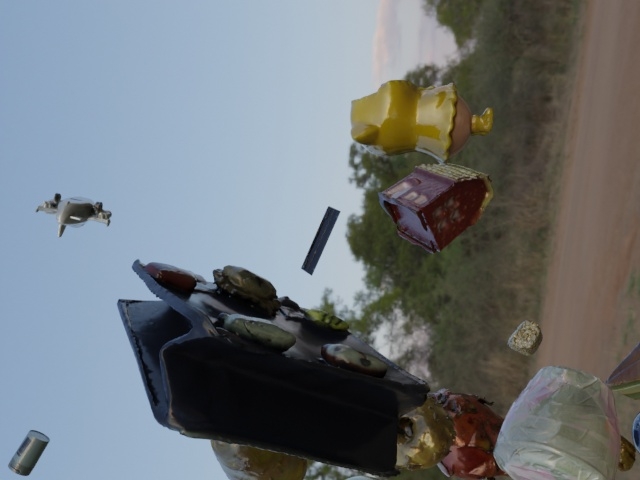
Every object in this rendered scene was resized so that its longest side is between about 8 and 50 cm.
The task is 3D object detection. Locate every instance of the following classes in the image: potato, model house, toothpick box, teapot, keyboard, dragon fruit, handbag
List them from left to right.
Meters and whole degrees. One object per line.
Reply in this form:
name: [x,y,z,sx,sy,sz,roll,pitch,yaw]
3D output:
toothpick box: [-0.634,0.462,1.444,0.083,0.052,0.052,-60,-17,-7]
potato: [-0.161,0.518,1.660,0.196,0.246,0.300,-57,-50,-76]
handbag: [-0.068,0.127,0.794,0.122,0.303,0.329,-66,29,5]
keyboard: [0.000,0.000,1.869,0.010,0.063,0.198,21,-85,-37]
potato: [0.145,0.363,1.300,0.300,0.172,0.140,175,93,-68]
model house: [0.318,-0.110,1.753,0.196,0.254,0.160,34,154,59]
dragon fruit: [0.412,0.558,1.890,0.250,0.314,0.251,-169,90,-88]
teapot: [0.379,0.293,0.981,0.163,0.221,0.178,-28,27,56]

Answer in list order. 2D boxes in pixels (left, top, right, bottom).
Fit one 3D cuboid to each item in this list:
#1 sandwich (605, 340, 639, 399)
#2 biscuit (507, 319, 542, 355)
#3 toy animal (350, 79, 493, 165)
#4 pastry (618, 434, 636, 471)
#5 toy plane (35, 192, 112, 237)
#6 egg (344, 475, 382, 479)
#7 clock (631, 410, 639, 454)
sandwich: [0.862,0.328,1.761,0.187,0.117,0.144,130,161,-62]
biscuit: [0.513,0.246,1.658,0.082,0.070,0.168,-57,-21,-4]
toy animal: [0.164,-0.192,1.089,0.156,0.229,0.156,-1,-90,-80]
pastry: [0.564,0.399,1.294,0.097,0.109,0.057,31,-85,-47]
toy plane: [-0.582,-0.063,1.564,0.174,0.173,0.080,-32,-45,-72]
egg: [0.109,0.635,1.500,0.253,0.186,0.187,26,113,60]
clock: [0.736,0.400,1.346,0.147,0.199,0.243,63,-177,13]
